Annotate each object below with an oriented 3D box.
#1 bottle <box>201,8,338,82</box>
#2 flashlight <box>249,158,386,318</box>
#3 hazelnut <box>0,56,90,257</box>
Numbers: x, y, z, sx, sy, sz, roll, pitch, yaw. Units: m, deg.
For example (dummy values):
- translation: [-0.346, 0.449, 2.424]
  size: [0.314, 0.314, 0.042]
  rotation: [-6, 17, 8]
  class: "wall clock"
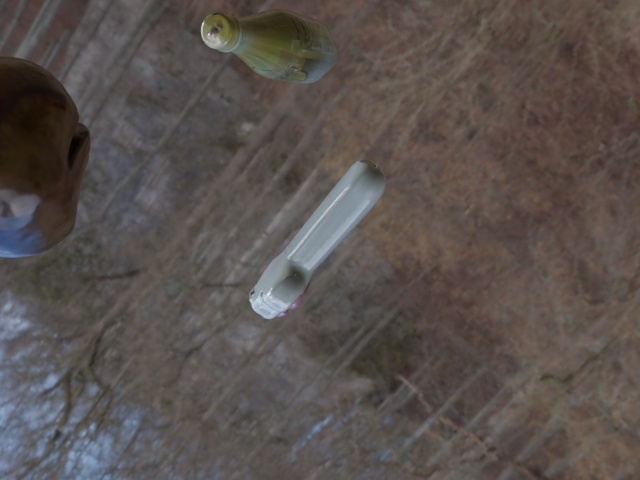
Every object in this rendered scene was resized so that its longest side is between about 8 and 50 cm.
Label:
- translation: [-0.059, -0.227, 1.106]
  size: [0.083, 0.083, 0.269]
  rotation: [43, -160, 14]
  class: "bottle"
- translation: [0.000, 0.000, 1.012]
  size: [0.047, 0.200, 0.093]
  rotation: [37, -170, -13]
  class: "flashlight"
- translation: [-0.395, -0.096, 1.183]
  size: [0.217, 0.251, 0.217]
  rotation: [0, -147, 0]
  class: "hazelnut"
